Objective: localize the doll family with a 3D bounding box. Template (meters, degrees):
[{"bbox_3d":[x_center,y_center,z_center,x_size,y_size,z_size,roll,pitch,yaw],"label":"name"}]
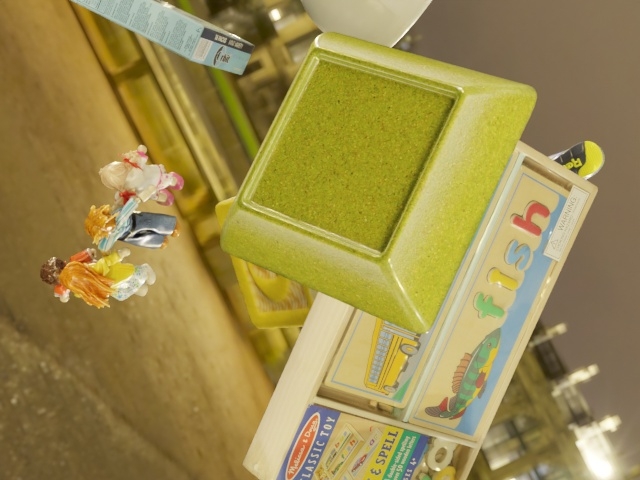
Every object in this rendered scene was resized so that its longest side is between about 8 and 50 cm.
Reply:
[{"bbox_3d":[-0.279,0.004,1.581,0.118,0.263,0.163,42,17,29],"label":"doll family"}]

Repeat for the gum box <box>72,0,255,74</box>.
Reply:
[{"bbox_3d":[-0.182,-0.243,1.251,0.184,0.041,0.157,28,10,13],"label":"gum box"}]

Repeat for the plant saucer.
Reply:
[{"bbox_3d":[0.028,-0.055,0.799,0.188,0.188,0.045,21,-8,32],"label":"plant saucer"}]

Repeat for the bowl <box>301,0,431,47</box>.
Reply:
[{"bbox_3d":[0.056,-0.349,1.253,0.134,0.298,0.298,27,14,-18],"label":"bowl"}]

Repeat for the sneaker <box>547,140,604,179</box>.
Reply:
[{"bbox_3d":[0.301,-0.085,1.471,0.059,0.144,0.053,-16,88,-62],"label":"sneaker"}]

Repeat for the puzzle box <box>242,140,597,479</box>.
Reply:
[{"bbox_3d":[0.111,0.079,1.169,0.272,0.409,0.052,22,3,-40],"label":"puzzle box"}]

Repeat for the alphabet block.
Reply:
[{"bbox_3d":[0.000,0.000,1.594,0.192,0.197,0.194,-12,-82,59],"label":"alphabet block"}]
